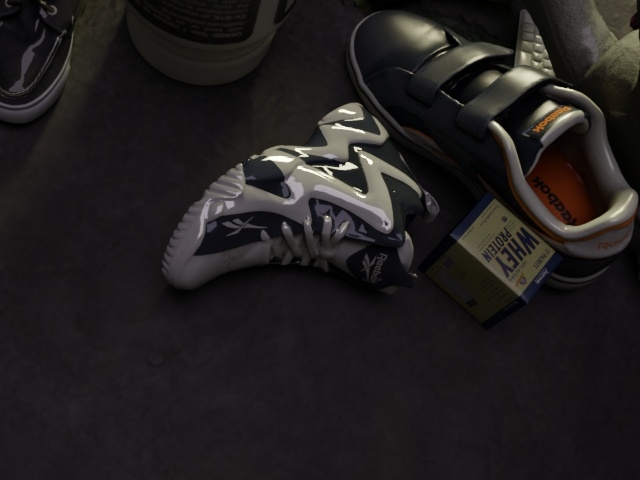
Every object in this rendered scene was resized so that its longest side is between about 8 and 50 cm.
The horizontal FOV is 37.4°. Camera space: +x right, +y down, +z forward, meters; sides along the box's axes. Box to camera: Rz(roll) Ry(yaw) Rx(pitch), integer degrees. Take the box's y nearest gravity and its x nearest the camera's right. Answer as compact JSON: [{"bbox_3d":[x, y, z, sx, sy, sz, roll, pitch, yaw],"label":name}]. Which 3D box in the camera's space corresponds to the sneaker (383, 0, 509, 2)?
[{"bbox_3d":[0.159,-0.276,0.931,0.234,0.078,0.106,-30,75,-25],"label":"sneaker"}]

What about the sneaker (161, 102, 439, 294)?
[{"bbox_3d":[0.000,0.000,0.768,0.235,0.094,0.153,-34,71,-34],"label":"sneaker"}]

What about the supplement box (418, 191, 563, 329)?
[{"bbox_3d":[0.142,0.019,0.802,0.083,0.083,0.056,42,66,4],"label":"supplement box"}]

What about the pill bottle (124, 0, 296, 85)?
[{"bbox_3d":[-0.083,-0.253,0.748,0.161,0.283,0.161,5,67,-12],"label":"pill bottle"}]

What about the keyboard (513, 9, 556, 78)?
[{"bbox_3d":[0.216,-0.114,0.914,0.072,0.014,0.255,15,65,-8],"label":"keyboard"}]

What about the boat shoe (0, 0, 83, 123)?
[{"bbox_3d":[-0.236,-0.211,0.808,0.080,0.076,0.228,18,65,-6],"label":"boat shoe"}]

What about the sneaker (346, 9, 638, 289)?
[{"bbox_3d":[0.154,-0.109,0.829,0.126,0.127,0.321,-38,76,-20],"label":"sneaker"}]

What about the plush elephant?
[{"bbox_3d":[0.370,-0.138,0.829,0.256,0.272,0.329,-22,106,-9],"label":"plush elephant"}]
